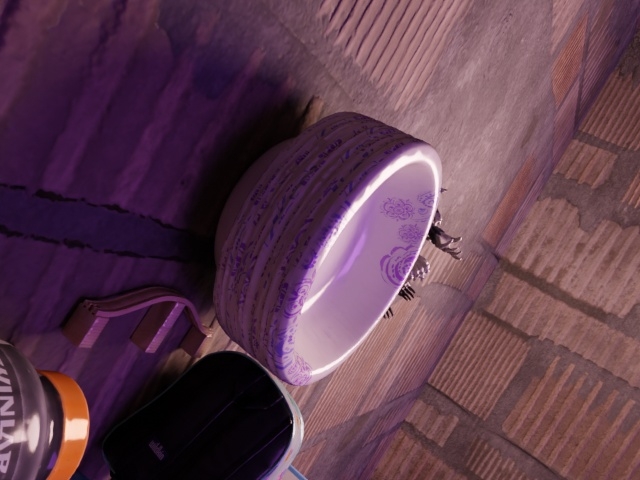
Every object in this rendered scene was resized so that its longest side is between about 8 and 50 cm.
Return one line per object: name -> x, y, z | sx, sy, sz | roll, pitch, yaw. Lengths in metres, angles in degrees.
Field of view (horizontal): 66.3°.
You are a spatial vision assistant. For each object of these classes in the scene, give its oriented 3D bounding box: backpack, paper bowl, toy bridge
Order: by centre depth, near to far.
toy bridge -> -0.158, 0.079, 0.484 | 0.063, 0.026, 0.188 | -58, 155, -3
paper bowl -> 0.000, 0.000, 0.538 | 0.284, 0.148, 0.284 | -40, 148, -32
backpack -> -0.113, 0.224, 0.551 | 0.188, 0.166, 0.144 | -46, 153, -7

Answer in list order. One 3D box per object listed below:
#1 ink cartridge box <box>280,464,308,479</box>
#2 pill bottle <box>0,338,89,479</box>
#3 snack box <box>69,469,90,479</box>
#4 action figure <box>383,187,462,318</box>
ink cartridge box -> -0.080, 0.553, 0.911 | 0.129, 0.223, 0.307 | -36, 147, -39
pill bottle -> -0.242, 0.107, 0.250 | 0.130, 0.130, 0.245 | -57, 155, -3
snack box -> -0.284, 0.296, 0.336 | 0.187, 0.060, 0.322 | -54, 176, -9
action figure -> 0.165, 0.006, 0.847 | 0.164, 0.141, 0.276 | -22, 139, -34
